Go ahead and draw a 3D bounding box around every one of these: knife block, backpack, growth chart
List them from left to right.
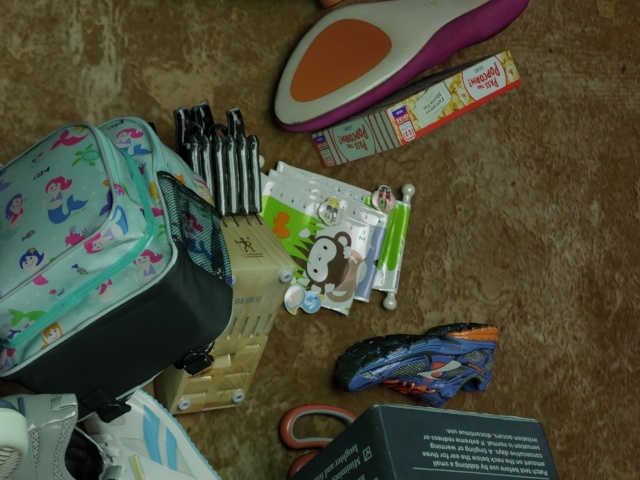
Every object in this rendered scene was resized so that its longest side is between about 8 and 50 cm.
[{"bbox_3d":[-0.206,0.007,1.354,0.191,0.225,0.253,47,19,-34],"label":"backpack"},{"bbox_3d":[-0.131,0.006,1.532,0.088,0.242,0.276,-3,129,-34],"label":"knife block"},{"bbox_3d":[0.000,0.000,1.649,0.237,0.021,0.172,12,77,-32],"label":"growth chart"}]

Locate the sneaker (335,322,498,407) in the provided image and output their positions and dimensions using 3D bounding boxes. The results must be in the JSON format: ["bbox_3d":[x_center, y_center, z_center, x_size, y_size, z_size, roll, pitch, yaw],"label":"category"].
[{"bbox_3d":[0.115,0.145,1.670,0.221,0.083,0.087,-7,92,-33],"label":"sneaker"}]

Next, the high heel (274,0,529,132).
[{"bbox_3d":[0.104,-0.209,1.715,0.377,0.127,0.181,-38,149,-15],"label":"high heel"}]

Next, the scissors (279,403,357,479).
[{"bbox_3d":[0.082,0.239,1.666,0.297,0.021,0.109,6,77,-32],"label":"scissors"}]

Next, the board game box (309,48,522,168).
[{"bbox_3d":[0.105,-0.146,1.666,0.193,0.147,0.045,-29,99,-33],"label":"board game box"}]

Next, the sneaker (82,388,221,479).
[{"bbox_3d":[-0.177,0.217,1.454,0.229,0.087,0.092,51,61,-15],"label":"sneaker"}]

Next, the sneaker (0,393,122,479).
[{"bbox_3d":[-0.225,0.234,1.330,0.115,0.281,0.105,-14,51,0],"label":"sneaker"}]

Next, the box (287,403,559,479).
[{"bbox_3d":[0.097,0.397,1.403,0.212,0.293,0.395,10,52,-33],"label":"box"}]

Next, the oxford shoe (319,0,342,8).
[{"bbox_3d":[0.078,-0.374,1.715,0.271,0.097,0.098,-42,102,-31],"label":"oxford shoe"}]

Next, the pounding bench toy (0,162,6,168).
[{"bbox_3d":[-0.325,-0.066,1.397,0.065,0.083,0.052,46,60,-19],"label":"pounding bench toy"}]

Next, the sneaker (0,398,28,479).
[{"bbox_3d":[-0.353,0.142,1.190,0.131,0.350,0.148,1,73,-43],"label":"sneaker"}]
